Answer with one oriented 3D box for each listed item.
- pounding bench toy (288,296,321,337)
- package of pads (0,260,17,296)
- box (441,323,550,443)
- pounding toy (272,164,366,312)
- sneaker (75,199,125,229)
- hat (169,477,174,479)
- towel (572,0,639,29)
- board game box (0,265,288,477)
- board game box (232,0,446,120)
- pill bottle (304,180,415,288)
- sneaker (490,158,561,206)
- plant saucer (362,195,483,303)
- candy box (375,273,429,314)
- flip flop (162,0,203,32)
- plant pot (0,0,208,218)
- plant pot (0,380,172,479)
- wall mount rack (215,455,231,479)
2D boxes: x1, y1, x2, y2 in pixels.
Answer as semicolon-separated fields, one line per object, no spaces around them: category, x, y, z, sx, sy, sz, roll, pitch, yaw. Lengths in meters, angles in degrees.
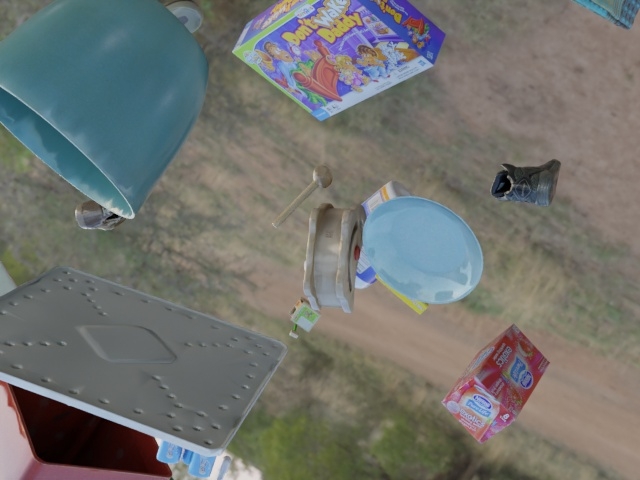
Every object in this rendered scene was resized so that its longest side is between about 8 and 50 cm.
pounding bench toy;-0.046;0.182;2.202;0.052;0.083;0.065;36;-177;-12
package of pads;-0.707;0.122;2.017;0.297;0.101;0.229;60;153;-8
box;0.394;0.314;2.110;0.128;0.257;0.122;47;128;5
pounding toy;0.000;0.000;1.834;0.154;0.270;0.154;3;172;16
sneaker;-0.384;-0.053;1.772;0.071;0.066;0.188;-9;-172;14
hat;-0.432;0.566;2.010;0.208;0.173;0.183;9;-157;25
towel;0.390;-0.434;1.224;0.040;0.271;0.370;34;-163;33
board game box;-0.270;0.162;1.309;0.390;0.050;0.390;19;-164;6
board game box;0.025;-0.363;1.750;0.233;0.078;0.347;35;152;-24
pill bottle;0.100;0.008;2.052;0.152;0.272;0.152;42;-158;-21
sneaker;0.435;-0.129;1.998;0.130;0.087;0.227;12;-161;18
plant saucer;0.160;0.008;1.449;0.195;0.037;0.195;16;129;21
candy box;0.159;0.053;1.709;0.105;0.027;0.206;38;-157;-2
flip flop;-0.342;-0.362;1.827;0.080;0.277;0.112;63;-174;26
plant pot;-0.296;-0.213;1.316;0.293;0.235;0.293;36;165;11
plant pot;-0.465;0.389;1.649;0.267;0.236;0.267;21;-160;-42
wall mount rack;-0.158;0.601;1.803;0.350;0.130;0.304;-124;12;-54
